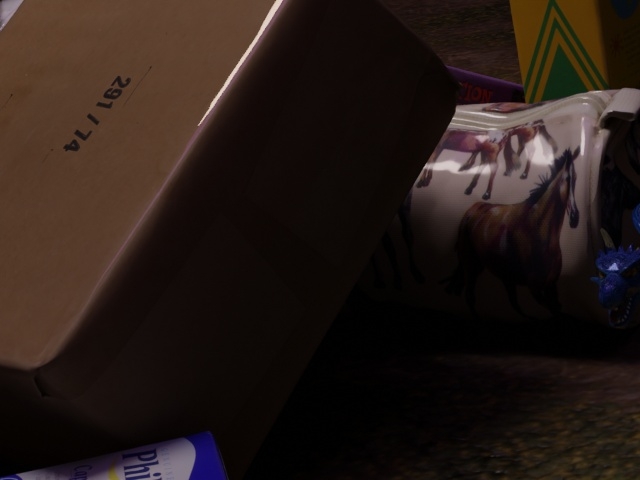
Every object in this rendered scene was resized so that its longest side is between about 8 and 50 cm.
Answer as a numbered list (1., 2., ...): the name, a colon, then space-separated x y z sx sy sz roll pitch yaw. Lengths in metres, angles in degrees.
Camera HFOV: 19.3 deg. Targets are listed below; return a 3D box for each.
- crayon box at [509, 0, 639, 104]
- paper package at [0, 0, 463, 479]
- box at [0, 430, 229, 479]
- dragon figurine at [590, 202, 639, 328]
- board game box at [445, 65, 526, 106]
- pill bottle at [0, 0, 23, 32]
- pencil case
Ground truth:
1. crayon box: 0.234 -0.161 1.444 0.081 0.318 0.202 3 20 38
2. paper package: -0.124 -0.018 1.205 0.309 0.168 0.325 6 59 47
3. box: -0.109 0.167 0.997 0.137 0.072 0.126 -12 17 -6
4. dragon figurine: 0.239 0.017 1.153 0.085 0.144 0.289 -2 18 25
5. board game box: 0.114 -0.115 1.600 0.347 0.056 0.208 10 5 -38
6. pill bottle: -0.167 -0.155 1.835 0.407 0.229 0.229 7 24 45
7. pencil case: 0.058 -0.030 1.359 0.410 0.183 0.160 2 37 34
